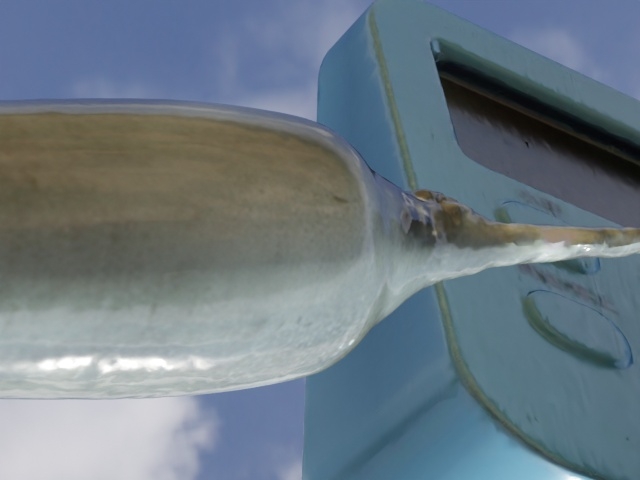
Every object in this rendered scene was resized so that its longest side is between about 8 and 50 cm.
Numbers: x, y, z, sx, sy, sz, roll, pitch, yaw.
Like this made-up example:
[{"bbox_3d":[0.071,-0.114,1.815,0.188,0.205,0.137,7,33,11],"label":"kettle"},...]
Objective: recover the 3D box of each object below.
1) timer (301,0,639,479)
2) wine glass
[{"bbox_3d":[0.112,0.025,0.672,0.231,0.091,0.250,20,-137,-22],"label":"timer"},{"bbox_3d":[0.000,0.000,0.414,0.262,0.074,0.074,-1,-129,-24],"label":"wine glass"}]
